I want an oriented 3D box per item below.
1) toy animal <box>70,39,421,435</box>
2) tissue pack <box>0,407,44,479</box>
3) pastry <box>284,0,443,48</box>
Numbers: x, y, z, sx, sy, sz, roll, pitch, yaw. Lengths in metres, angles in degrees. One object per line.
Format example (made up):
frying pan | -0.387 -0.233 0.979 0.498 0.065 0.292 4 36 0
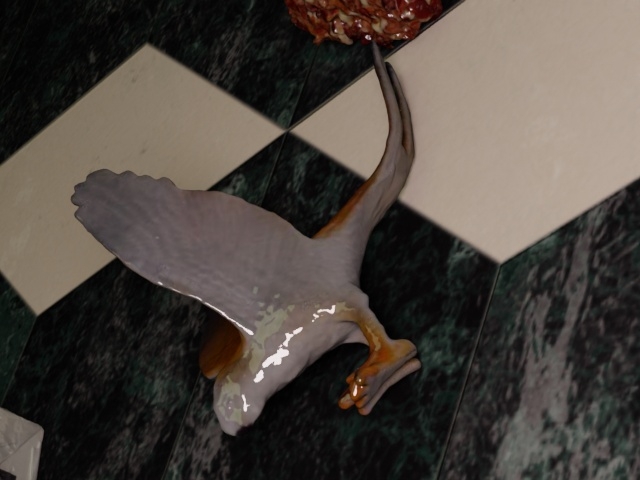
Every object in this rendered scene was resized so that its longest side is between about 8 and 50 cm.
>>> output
toy animal | 0.009 0.015 1.322 0.284 0.225 0.302 -36 47 -3
tissue pack | -0.391 0.249 1.591 0.229 0.145 0.159 -28 43 39
pastry | 0.029 -0.233 1.493 0.115 0.097 0.208 -53 29 -12
